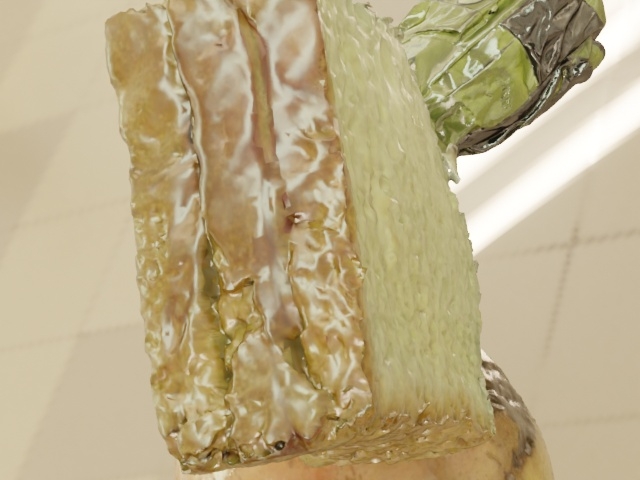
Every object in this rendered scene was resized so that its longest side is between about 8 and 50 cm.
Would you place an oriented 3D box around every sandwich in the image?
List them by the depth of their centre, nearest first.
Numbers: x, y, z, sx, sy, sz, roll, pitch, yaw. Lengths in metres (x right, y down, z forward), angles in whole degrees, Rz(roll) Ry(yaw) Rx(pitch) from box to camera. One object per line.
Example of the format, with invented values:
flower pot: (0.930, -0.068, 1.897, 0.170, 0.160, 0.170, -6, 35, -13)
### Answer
sandwich: (0.001, 0.000, 1.035, 0.131, 0.325, 0.262, -13, 79, 17)

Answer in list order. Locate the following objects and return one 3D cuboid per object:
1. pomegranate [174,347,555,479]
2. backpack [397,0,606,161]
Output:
pomegranate: (0.035, 0.210, 1.423, 0.322, 0.322, 0.322, -25, 37, 21)
backpack: (0.153, -0.176, 1.763, 0.253, 0.140, 0.207, -42, 21, -13)
